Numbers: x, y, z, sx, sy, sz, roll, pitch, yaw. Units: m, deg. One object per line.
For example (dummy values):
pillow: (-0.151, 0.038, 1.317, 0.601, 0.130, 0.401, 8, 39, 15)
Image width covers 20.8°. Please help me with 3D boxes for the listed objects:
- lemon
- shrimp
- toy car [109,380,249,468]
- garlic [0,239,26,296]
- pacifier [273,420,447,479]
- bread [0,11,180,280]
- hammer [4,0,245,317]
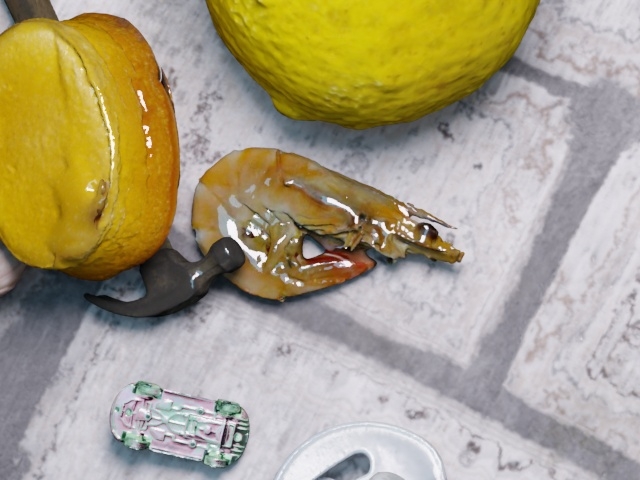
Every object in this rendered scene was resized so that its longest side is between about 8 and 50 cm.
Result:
lemon: (0.051, -0.285, 1.685, 0.349, 0.387, 0.350, 4, 77, -17)
shrimp: (0.000, 0.000, 1.786, 0.287, 0.063, 0.152, 20, 83, 13)
toy car: (-0.142, 0.185, 1.768, 0.142, 0.055, 0.069, 13, 88, -2)
garlic: (-0.411, -0.042, 1.772, 0.207, 0.207, 0.257, -12, 73, 3)
pacifier: (0.064, 0.290, 1.639, 0.227, 0.207, 0.279, -31, 73, -23)
bread: (-0.239, -0.095, 1.727, 0.195, 0.142, 0.270, -17, 82, 32)
hammer: (-0.238, -0.119, 1.832, 0.168, 0.044, 0.440, -32, 73, 17)
